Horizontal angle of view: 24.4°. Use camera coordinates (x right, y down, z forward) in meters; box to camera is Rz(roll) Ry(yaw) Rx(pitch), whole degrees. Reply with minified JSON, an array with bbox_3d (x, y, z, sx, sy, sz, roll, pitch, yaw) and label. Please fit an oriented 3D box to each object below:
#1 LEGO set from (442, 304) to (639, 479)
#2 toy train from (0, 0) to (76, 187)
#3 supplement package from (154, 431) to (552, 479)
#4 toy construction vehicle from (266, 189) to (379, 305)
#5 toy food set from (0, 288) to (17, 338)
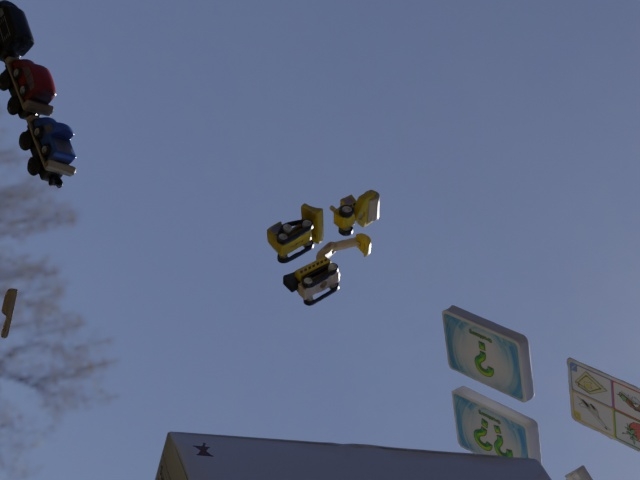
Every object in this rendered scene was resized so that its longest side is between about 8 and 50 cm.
[{"bbox_3d":[0.163,0.164,0.968,0.244,0.060,0.182,23,-49,47],"label":"LEGO set"},{"bbox_3d":[-0.195,-0.102,1.001,0.036,0.027,0.158,-40,-123,26],"label":"toy train"},{"bbox_3d":[0.013,0.215,0.660,0.149,0.194,0.203,-122,-136,-58],"label":"supplement package"},{"bbox_3d":[0.000,0.000,1.133,0.035,0.098,0.086,39,-33,35],"label":"toy construction vehicle"},{"bbox_3d":[-0.369,0.063,1.478,0.019,0.122,0.078,-127,-131,-59],"label":"toy food set"}]
